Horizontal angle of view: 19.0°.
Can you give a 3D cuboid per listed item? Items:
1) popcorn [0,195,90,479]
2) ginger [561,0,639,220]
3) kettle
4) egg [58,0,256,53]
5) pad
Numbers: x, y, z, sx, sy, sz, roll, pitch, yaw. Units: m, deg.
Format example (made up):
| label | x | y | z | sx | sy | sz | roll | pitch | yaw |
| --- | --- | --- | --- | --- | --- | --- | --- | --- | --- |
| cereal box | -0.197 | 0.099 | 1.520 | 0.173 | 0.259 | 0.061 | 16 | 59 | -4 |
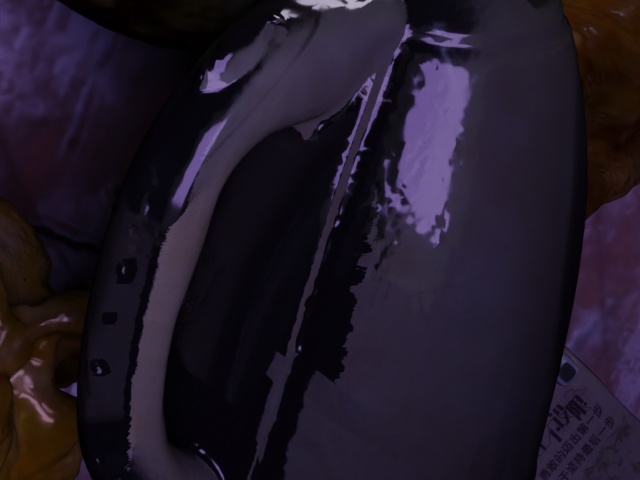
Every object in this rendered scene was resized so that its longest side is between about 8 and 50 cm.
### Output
| label | x | y | z | sx | sy | sz | roll | pitch | yaw |
| --- | --- | --- | --- | --- | --- | --- | --- | --- | --- |
| popcorn | -0.224 | 0.063 | 1.076 | 0.253 | 0.190 | 0.191 | -6 | 147 | -49 |
| ginger | 0.109 | -0.071 | 1.175 | 0.321 | 0.165 | 0.172 | -10 | 68 | -27 |
| kettle | 0.000 | 0.000 | 0.943 | 0.321 | 0.228 | 0.324 | -20 | 130 | -47 |
| egg | -0.073 | -0.223 | 1.033 | 0.289 | 0.238 | 0.238 | 7 | 98 | -40 |
| pad | 0.127 | 0.213 | 1.313 | 0.159 | 0.009 | 0.265 | 43 | 85 | -21 |
